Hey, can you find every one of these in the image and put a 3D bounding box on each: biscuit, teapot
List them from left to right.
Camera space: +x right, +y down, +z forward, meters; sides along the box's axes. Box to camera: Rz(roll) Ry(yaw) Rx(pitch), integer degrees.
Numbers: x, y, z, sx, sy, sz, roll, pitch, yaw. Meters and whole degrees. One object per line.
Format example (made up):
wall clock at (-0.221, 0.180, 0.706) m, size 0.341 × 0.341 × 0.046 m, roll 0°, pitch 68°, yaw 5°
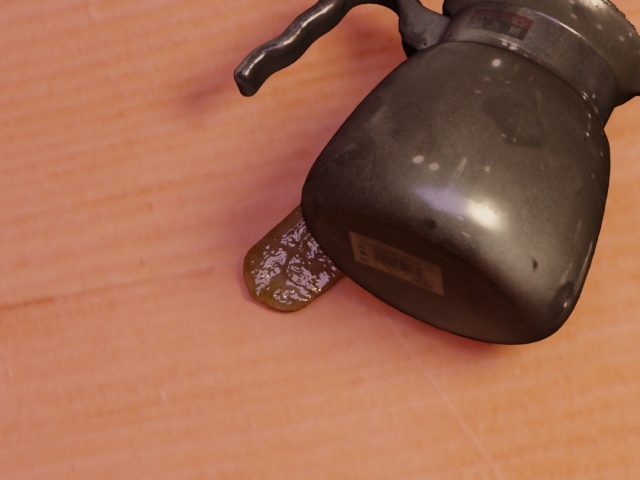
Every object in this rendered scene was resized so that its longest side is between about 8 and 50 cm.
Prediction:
biscuit at (0.000, 0.000, 1.400) m, size 0.147 × 0.018 × 0.071 m, roll -41°, pitch 74°, yaw -5°
teapot at (0.111, -0.092, 1.341) m, size 0.305 × 0.223 × 0.285 m, roll 11°, pitch 64°, yaw 44°
